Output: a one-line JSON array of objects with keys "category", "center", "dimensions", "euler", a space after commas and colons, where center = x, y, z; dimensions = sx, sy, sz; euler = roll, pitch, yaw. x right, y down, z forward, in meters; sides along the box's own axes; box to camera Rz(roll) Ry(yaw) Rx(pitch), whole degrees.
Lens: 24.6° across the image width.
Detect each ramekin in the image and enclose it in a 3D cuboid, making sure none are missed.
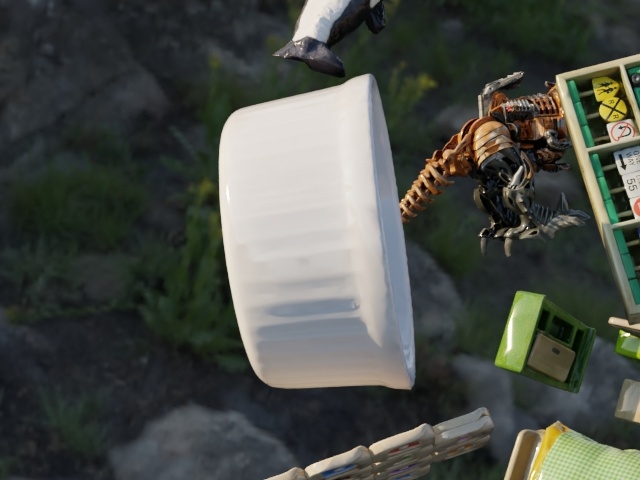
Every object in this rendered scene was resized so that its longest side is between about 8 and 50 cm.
[{"category": "ramekin", "center": [0.000, 0.000, 1.289], "dimensions": [0.135, 0.277, 0.277], "euler": [-8, 30, 7]}]

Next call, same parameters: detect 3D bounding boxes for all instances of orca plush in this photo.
[{"category": "orca plush", "center": [0.058, -0.276, 1.693], "dimensions": [0.151, 0.102, 0.287], "euler": [-15, 39, 31]}]

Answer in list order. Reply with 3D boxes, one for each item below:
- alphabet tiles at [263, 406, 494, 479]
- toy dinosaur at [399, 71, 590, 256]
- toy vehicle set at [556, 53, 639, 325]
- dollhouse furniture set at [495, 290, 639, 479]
[{"category": "alphabet tiles", "center": [0.019, 0.215, 1.337], "dimensions": [0.284, 0.278, 0.021], "euler": [-18, 74, -1]}, {"category": "toy dinosaur", "center": [0.248, -0.103, 2.011], "dimensions": [0.322, 0.218, 0.164], "euler": [-24, 9, 5]}, {"category": "toy vehicle set", "center": [0.343, -0.061, 1.424], "dimensions": [0.166, 0.035, 0.267], "euler": [-15, 65, 4]}, {"category": "dollhouse furniture set", "center": [0.307, 0.238, 1.749], "dimensions": [0.197, 0.302, 0.151], "euler": [12, -9, 38]}]
